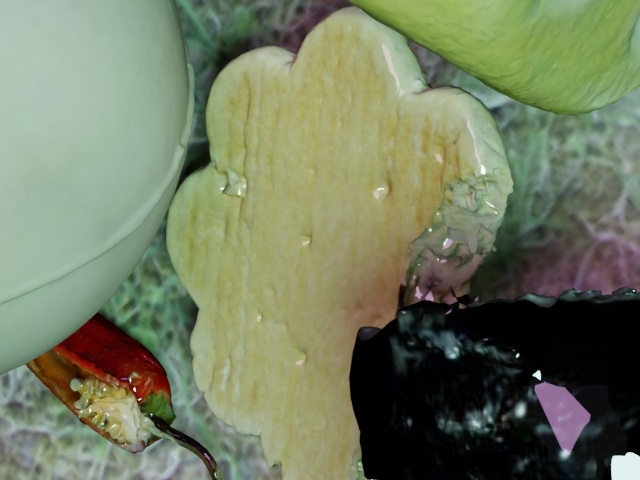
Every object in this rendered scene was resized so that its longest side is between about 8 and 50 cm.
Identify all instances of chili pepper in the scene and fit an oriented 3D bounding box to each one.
[{"bbox_3d":[-0.140,0.059,1.073,0.050,0.059,0.268,-37,51,-27],"label":"chili pepper"}]

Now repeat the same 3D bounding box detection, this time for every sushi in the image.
[{"bbox_3d":[0.127,0.127,0.809,0.238,0.225,0.218,-3,88,63],"label":"sushi"}]

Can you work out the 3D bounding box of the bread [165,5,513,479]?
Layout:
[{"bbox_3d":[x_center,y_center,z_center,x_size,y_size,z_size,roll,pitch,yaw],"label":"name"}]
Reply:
[{"bbox_3d":[0.000,0.000,0.959,0.182,0.039,0.251,42,127,32],"label":"bread"}]

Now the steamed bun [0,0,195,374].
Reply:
[{"bbox_3d":[-0.233,-0.090,0.988,0.334,0.334,0.374,-47,40,15],"label":"steamed bun"}]

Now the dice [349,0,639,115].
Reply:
[{"bbox_3d":[0.079,-0.208,0.883,0.238,0.233,0.227,42,104,30],"label":"dice"}]
